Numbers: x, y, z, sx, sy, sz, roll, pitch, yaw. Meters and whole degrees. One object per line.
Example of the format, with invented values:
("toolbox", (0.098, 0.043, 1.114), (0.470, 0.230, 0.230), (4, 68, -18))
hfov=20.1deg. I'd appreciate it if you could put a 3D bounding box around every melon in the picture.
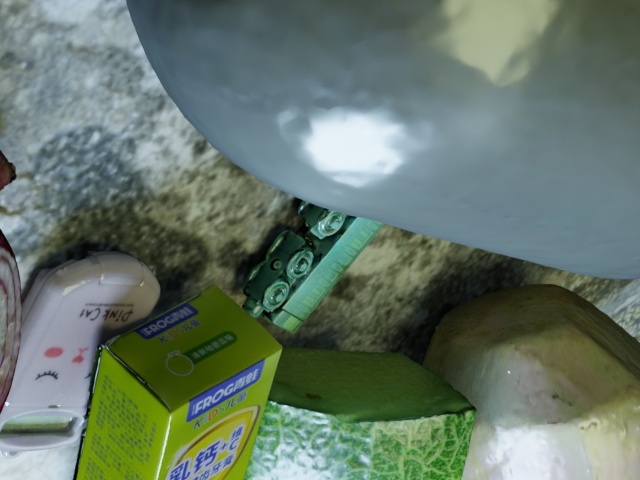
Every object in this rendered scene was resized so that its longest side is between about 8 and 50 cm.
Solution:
("melon", (-0.006, 0.221, 1.442), (0.196, 0.124, 0.323), (9, 129, -5))

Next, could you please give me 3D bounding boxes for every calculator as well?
("calculator", (-0.175, 0.079, 1.222), (0.100, 0.032, 0.175), (5, 122, -49))

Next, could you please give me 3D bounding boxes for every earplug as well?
("earplug", (0.083, -0.157, 1.022), (0.394, 0.312, 0.312), (13, 115, -48))

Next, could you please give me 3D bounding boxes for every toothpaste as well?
("toothpaste", (-0.120, 0.186, 1.315), (0.110, 0.077, 0.327), (-26, 146, -39))

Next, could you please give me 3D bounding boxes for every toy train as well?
("toy train", (0.000, 0.000, 1.320), (0.148, 0.038, 0.071), (-50, 148, 6))

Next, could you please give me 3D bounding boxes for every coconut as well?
("coconut", (0.188, 0.158, 1.494), (0.197, 0.237, 0.237), (-28, 142, -36))

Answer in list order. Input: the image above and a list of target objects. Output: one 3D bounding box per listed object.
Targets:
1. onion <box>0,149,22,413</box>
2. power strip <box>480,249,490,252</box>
("onion", (-0.241, 0.026, 1.039), (0.135, 0.198, 0.173), (6, 150, -2))
("power strip", (0.230, -0.069, 1.484), (0.305, 0.044, 0.064), (-26, 140, -27))
